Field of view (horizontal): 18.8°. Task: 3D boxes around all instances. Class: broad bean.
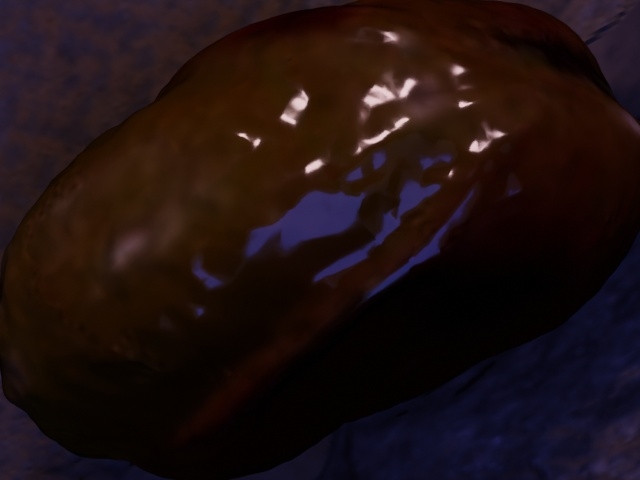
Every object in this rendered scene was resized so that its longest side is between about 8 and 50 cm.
[{"bbox_3d":[0.000,-0.001,0.651,0.229,0.122,0.156,-24,150,2],"label":"broad bean"}]
